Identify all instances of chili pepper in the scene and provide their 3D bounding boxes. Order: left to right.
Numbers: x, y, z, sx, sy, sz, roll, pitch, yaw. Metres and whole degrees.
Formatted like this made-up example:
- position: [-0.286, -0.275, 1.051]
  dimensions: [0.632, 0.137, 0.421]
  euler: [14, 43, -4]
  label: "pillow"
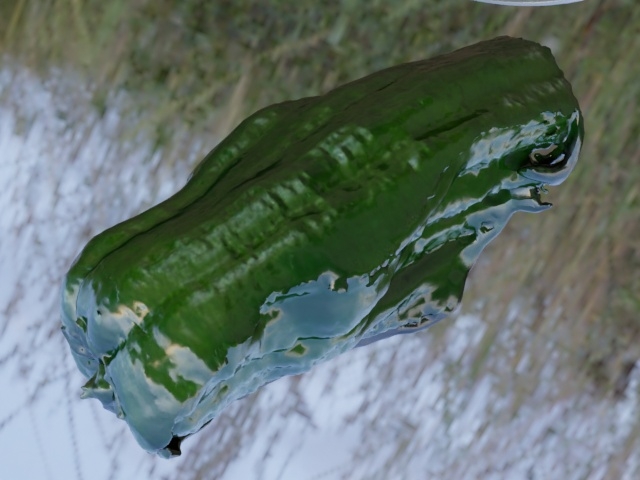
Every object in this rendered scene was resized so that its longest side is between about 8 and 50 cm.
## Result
- position: [-0.006, -0.006, 1.135]
  dimensions: [0.385, 0.213, 0.167]
  euler: [-30, -105, -14]
  label: "chili pepper"

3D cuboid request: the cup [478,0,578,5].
- position: [0.099, -0.218, 0.938]
  dimensions: [0.134, 0.142, 0.173]
  euler: [16, 163, -35]
  label: "cup"
